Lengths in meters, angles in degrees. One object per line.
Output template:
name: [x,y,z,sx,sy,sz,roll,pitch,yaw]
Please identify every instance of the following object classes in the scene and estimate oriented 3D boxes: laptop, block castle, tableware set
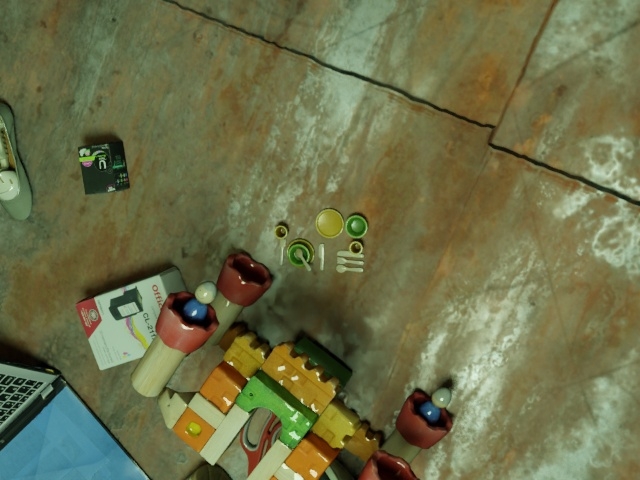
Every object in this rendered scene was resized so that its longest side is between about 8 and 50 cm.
laptop: [-0.597,0.424,1.640,0.382,0.408,0.236,-43,52,18]
block castle: [-0.031,0.221,1.405,0.453,0.303,0.212,38,113,7]
tableware set: [0.000,0.000,1.502,0.154,0.024,0.103,6,100,15]

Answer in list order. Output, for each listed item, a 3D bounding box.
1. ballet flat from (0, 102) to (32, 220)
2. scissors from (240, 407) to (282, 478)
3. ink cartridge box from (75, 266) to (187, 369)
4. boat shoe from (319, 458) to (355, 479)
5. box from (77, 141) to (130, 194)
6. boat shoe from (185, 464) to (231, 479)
ballet flat: [-0.562,-0.136,1.615,0.072,0.068,0.213,-7,97,17]
scissors: [-0.120,0.418,1.611,0.109,0.021,0.297,25,106,8]
ink cartridge box: [-0.312,0.133,1.587,0.175,0.072,0.127,-19,93,18]
boat shoe: [0.061,0.515,1.519,0.113,0.127,0.340,-31,99,7]
box: [-0.368,-0.123,1.570,0.062,0.052,0.083,-4,99,18]
boat shoe: [-0.159,0.538,1.575,0.098,0.109,0.302,-43,66,31]
